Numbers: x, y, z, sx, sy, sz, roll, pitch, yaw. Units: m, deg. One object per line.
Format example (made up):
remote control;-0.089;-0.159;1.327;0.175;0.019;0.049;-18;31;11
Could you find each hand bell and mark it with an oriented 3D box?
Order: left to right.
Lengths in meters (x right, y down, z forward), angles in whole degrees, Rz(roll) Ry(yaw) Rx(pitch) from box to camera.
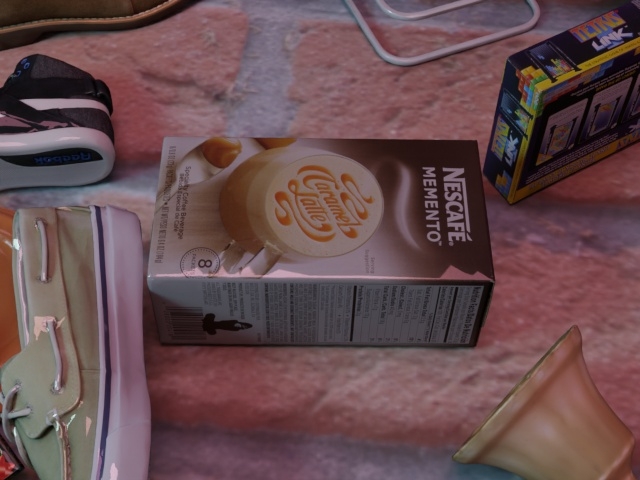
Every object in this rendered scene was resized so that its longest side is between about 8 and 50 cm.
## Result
hand bell;0.218;0.183;0.694;0.242;0.126;0.126;43;62;11

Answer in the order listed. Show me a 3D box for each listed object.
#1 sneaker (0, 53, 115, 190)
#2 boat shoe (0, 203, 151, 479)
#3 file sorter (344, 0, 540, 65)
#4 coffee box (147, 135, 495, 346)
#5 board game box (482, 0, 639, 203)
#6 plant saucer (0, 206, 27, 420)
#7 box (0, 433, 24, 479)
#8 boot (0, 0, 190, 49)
sneaker;-0.287;-0.104;0.898;0.217;0.079;0.121;0;50;-12
boat shoe;-0.171;0.103;0.711;0.094;0.109;0.302;5;50;-18
file sorter;0.118;-0.319;0.941;0.193;0.277;0.173;-18;60;-14
coffee box;0.000;0.000;0.807;0.247;0.098;0.141;0;54;-1
board game box;0.224;-0.120;0.875;0.170;0.141;0.048;-25;59;-19
plant saucer;-0.277;0.047;0.789;0.200;0.037;0.200;5;55;-7
box;-0.280;0.129;0.709;0.094;0.027;0.137;-37;84;-12
boot;-0.227;-0.271;0.995;0.305;0.115;0.112;-19;54;-16
